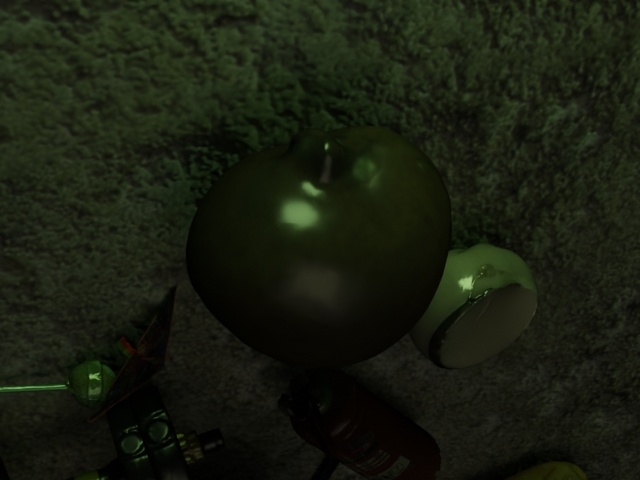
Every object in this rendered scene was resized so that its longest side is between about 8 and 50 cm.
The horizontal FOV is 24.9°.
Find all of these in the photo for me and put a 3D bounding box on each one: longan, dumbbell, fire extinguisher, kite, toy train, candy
[{"bbox_3d":[0.000,0.000,1.549,0.300,0.243,0.300,-28,137,-30],"label":"longan"},{"bbox_3d":[-0.300,0.303,1.748,0.388,0.185,0.185,-20,139,-10],"label":"dumbbell"},{"bbox_3d":[0.047,0.258,1.916,0.106,0.147,0.337,-39,139,11],"label":"fire extinguisher"},{"bbox_3d":[-0.212,0.138,1.712,0.190,0.010,0.159,-58,159,-2],"label":"kite"},{"bbox_3d":[0.008,0.328,2.068,0.017,0.017,0.083,3,132,-33],"label":"toy train"},{"bbox_3d":[-0.340,0.174,1.704,0.202,0.061,0.061,-2,134,-16],"label":"candy"}]

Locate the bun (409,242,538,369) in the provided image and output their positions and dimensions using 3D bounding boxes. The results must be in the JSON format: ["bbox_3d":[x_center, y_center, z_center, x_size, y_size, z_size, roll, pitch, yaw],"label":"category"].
[{"bbox_3d":[0.180,0.072,1.815,0.172,0.120,0.173,-22,143,-18],"label":"bun"}]

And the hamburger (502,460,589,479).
[{"bbox_3d":[0.317,0.490,2.296,0.318,0.158,0.319,-16,138,-14],"label":"hamburger"}]
